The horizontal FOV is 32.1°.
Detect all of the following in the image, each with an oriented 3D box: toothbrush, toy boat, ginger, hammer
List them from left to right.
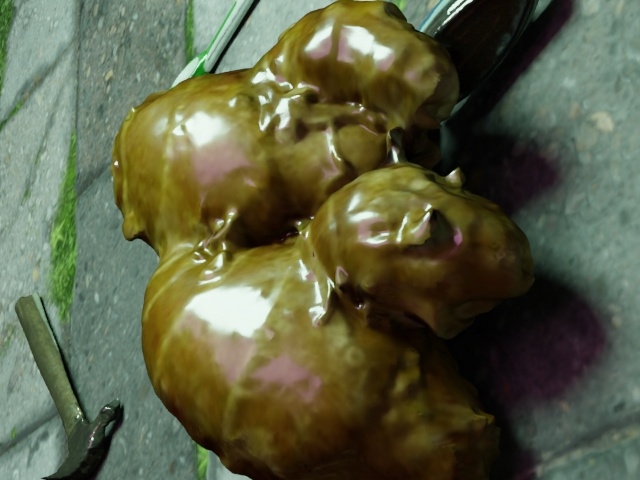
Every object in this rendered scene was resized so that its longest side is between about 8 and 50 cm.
[{"bbox_3d":[-0.277,0.137,1.164,0.125,0.027,0.297,-56,38,13],"label":"hammer"},{"bbox_3d":[-0.123,-0.167,1.087,0.304,0.030,0.030,-53,39,24],"label":"toothbrush"},{"bbox_3d":[0.001,0.011,0.718,0.274,0.152,0.358,-27,64,25],"label":"ginger"},{"bbox_3d":[0.102,-0.144,0.752,0.140,0.059,0.066,-49,14,31],"label":"toy boat"}]
